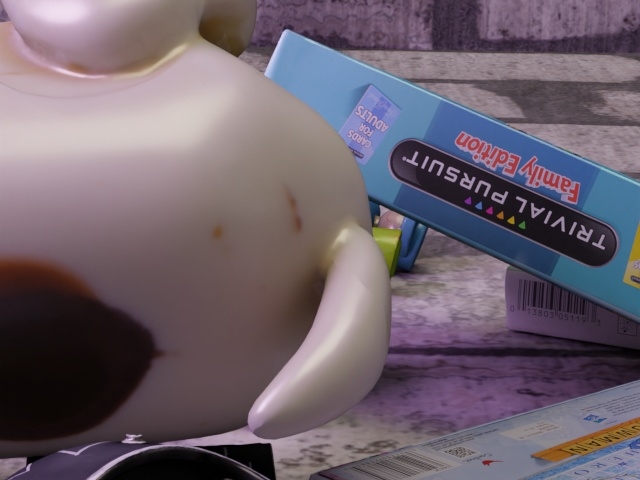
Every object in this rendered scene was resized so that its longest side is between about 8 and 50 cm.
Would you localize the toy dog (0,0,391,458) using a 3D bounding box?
[{"bbox_3d":[-0.203,0.033,0.912,0.408,0.284,0.395,-21,50,-24],"label":"toy dog"}]

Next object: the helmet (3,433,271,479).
[{"bbox_3d":[-0.060,0.151,0.654,0.161,0.169,0.169,26,19,11],"label":"helmet"}]

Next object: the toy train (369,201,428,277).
[{"bbox_3d":[0.000,0.000,1.486,0.143,0.105,0.248,17,16,8],"label":"toy train"}]

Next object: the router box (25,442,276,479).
[{"bbox_3d":[-0.085,0.150,0.927,0.133,0.046,0.179,-1,13,-4],"label":"router box"}]

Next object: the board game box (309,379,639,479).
[{"bbox_3d":[0.215,0.151,0.904,0.319,0.066,0.318,-10,18,-40],"label":"board game box"}]

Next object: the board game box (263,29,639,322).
[{"bbox_3d":[0.145,-0.017,1.230,0.336,0.079,0.254,25,2,21],"label":"board game box"}]

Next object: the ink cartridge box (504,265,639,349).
[{"bbox_3d":[0.264,0.033,1.443,0.181,0.056,0.225,8,17,26],"label":"ink cartridge box"}]
